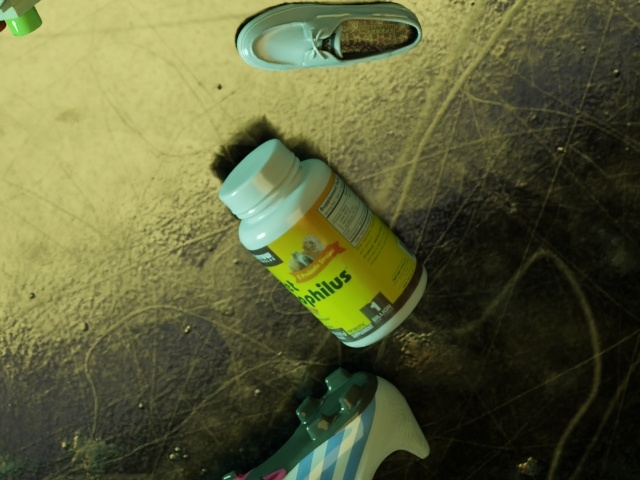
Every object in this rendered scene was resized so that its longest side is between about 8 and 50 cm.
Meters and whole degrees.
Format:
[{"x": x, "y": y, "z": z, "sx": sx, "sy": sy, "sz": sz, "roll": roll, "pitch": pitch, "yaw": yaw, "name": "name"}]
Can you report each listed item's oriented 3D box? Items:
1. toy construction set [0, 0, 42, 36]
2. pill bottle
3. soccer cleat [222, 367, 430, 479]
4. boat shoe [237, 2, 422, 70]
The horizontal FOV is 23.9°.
[{"x": -0.222, "y": -0.271, "z": 1.335, "sx": 0.328, "sy": 0.215, "sz": 0.151, "roll": -32, "pitch": 114, "yaw": -47, "name": "toy construction set"}, {"x": 0.000, "y": 0.000, "z": 1.526, "sx": 0.117, "sy": 0.117, "sz": 0.215, "roll": -43, "pitch": 108, "yaw": 5, "name": "pill bottle"}, {"x": -0.026, "y": 0.284, "z": 1.605, "sx": 0.331, "sy": 0.116, "sz": 0.143, "roll": -42, "pitch": 108, "yaw": 4, "name": "soccer cleat"}, {"x": 0.011, "y": -0.199, "z": 1.497, "sx": 0.184, "sy": 0.063, "sz": 0.066, "roll": -1, "pitch": 106, "yaw": -9, "name": "boat shoe"}]
